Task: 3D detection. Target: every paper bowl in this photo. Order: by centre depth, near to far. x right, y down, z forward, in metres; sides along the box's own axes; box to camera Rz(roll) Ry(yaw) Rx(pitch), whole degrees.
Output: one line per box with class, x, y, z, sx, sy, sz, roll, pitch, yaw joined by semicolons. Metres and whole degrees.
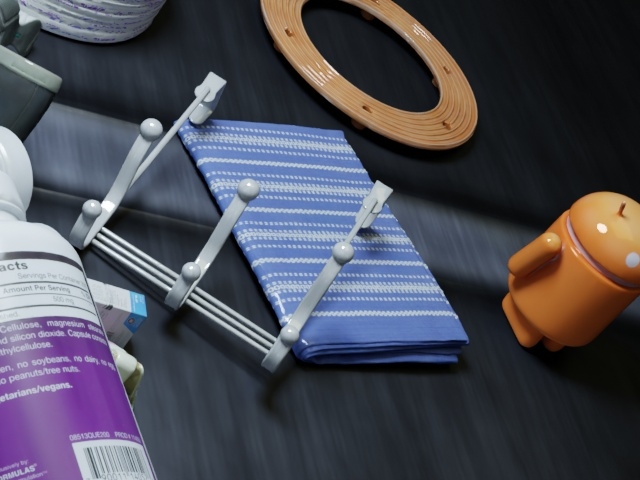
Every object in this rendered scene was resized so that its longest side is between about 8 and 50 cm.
paper bowl;-0.279;-0.367;1.737;0.284;0.148;0.284;27;33;-19

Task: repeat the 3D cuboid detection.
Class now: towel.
towel;0.000;0.000;1.677;0.243;0.040;0.336;2;46;-41

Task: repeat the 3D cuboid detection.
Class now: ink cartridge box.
ink cartridge box;-0.203;0.062;1.377;0.083;0.048;0.028;19;37;-29

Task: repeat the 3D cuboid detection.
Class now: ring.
ring;0.061;-0.236;2.022;0.337;0.032;0.336;26;34;-19

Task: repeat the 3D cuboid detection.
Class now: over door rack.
over door rack;-0.073;-0.042;1.540;0.239;0.108;0.324;33;37;1

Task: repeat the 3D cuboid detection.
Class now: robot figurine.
robot figurine;0.298;0.033;1.752;0.158;0.219;0.128;37;32;-5

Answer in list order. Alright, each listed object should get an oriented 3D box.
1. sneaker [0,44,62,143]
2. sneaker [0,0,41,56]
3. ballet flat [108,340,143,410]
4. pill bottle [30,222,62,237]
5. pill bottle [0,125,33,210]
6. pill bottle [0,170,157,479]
sneaker;-0.351;-0.143;1.459;0.222;0.118;0.083;27;-2;36
sneaker;-0.331;-0.223;1.563;0.061;0.053;0.152;28;-2;5
ballet flat;-0.181;0.139;1.276;0.077;0.079;0.221;25;35;-20
pill bottle;-0.274;0.037;1.309;0.078;0.078;0.137;43;32;6
pill bottle;-0.353;-0.045;1.288;0.221;0.124;0.124;-12;58;-50
pill bottle;-0.234;0.114;1.118;0.181;0.181;0.323;0;58;-45
